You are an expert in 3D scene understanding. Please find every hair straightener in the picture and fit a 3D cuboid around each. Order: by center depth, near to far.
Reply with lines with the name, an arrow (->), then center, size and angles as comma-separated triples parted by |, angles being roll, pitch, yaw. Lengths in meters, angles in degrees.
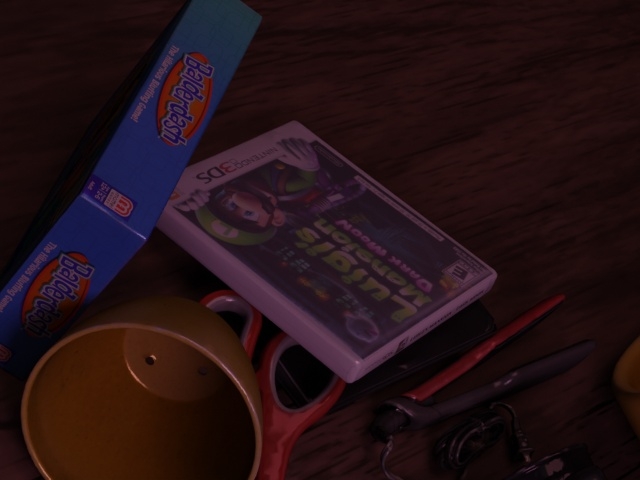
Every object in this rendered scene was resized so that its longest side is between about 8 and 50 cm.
hair straightener -> 0.118, 0.113, 1.118 | 0.230, 0.047, 0.089 | -25, 75, -46

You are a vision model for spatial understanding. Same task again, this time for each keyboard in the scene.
keyboard -> 0.028, 0.049, 1.102 | 0.180, 0.023, 0.108 | -20, 66, -39

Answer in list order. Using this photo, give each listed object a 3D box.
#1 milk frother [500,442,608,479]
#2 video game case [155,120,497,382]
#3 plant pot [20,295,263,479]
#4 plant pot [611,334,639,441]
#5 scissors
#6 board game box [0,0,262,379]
milk frother -> 0.137, 0.214, 1.033 | 0.143, 0.129, 0.135 | -27, 71, -2
video game case -> 0.000, 0.000, 1.087 | 0.190, 0.022, 0.173 | 38, 37, 19
plant pot -> -0.090, 0.083, 0.931 | 0.134, 0.134, 0.095 | 37, 27, -9
plant pot -> 0.373, 0.143, 1.165 | 0.254, 0.254, 0.239 | -39, 100, -48
scissors -> -0.050, 0.164, 0.969 | 0.109, 0.021, 0.297 | 15, 59, -9
board game box -> -0.120, -0.039, 0.968 | 0.047, 0.160, 0.210 | 34, 44, -12
